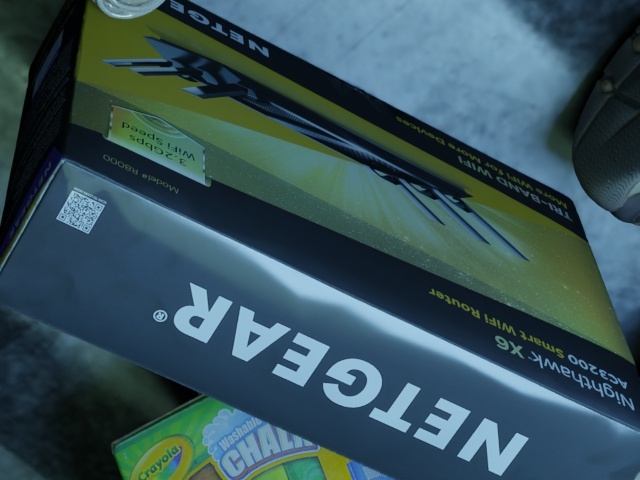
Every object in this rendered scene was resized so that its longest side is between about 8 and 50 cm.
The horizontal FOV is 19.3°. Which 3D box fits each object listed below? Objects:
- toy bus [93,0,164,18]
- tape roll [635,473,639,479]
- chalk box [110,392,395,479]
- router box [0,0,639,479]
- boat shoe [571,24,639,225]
[{"bbox_3d":[-0.083,-0.239,0.866,0.202,0.104,0.191,-35,122,23],"label":"toy bus"},{"bbox_3d":[0.130,0.277,1.005,0.072,0.392,0.392,10,118,-10],"label":"tape roll"},{"bbox_3d":[-0.016,0.142,1.039,0.132,0.213,0.132,-30,159,18],"label":"chalk box"},{"bbox_3d":[0.000,0.000,0.927,0.309,0.243,0.081,25,115,-17],"label":"router box"},{"bbox_3d":[0.294,-0.104,0.952,0.355,0.132,0.130,-34,123,22],"label":"boat shoe"}]
